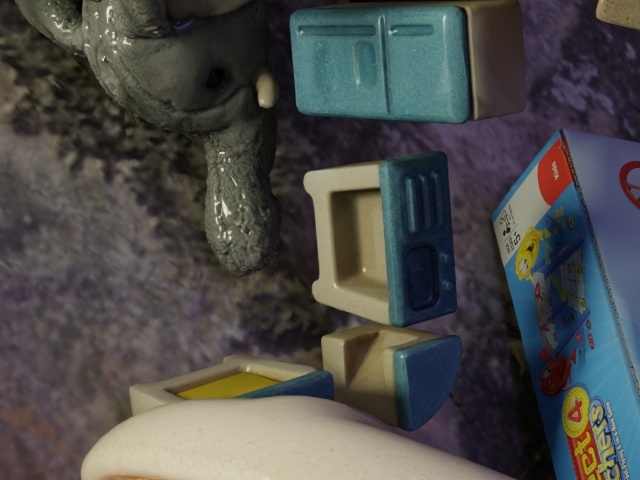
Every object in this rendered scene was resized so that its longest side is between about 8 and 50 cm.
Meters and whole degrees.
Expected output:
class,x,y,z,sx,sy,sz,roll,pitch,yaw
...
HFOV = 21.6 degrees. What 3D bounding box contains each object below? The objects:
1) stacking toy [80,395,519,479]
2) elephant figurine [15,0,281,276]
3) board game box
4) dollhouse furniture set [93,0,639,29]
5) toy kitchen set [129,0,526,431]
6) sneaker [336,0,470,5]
class,x,y,z,sx,sy,sz,roll,pitch,yaw
stacking toy,-0.021,0.327,0.571,0.350,0.350,0.480,34,69,-15
elephant figurine,-0.073,-0.138,0.850,0.186,0.169,0.239,19,67,10
board game box,0.272,0.101,0.932,0.308,0.086,0.302,9,49,-23
dollhouse furniture set,0.038,-0.146,0.720,0.259,0.135,0.262,12,14,-3
toy kitchen set,0.000,0.000,0.773,0.166,0.122,0.207,-13,103,-38
sneaker,0.053,-0.240,0.988,0.104,0.147,0.296,-3,65,-34
